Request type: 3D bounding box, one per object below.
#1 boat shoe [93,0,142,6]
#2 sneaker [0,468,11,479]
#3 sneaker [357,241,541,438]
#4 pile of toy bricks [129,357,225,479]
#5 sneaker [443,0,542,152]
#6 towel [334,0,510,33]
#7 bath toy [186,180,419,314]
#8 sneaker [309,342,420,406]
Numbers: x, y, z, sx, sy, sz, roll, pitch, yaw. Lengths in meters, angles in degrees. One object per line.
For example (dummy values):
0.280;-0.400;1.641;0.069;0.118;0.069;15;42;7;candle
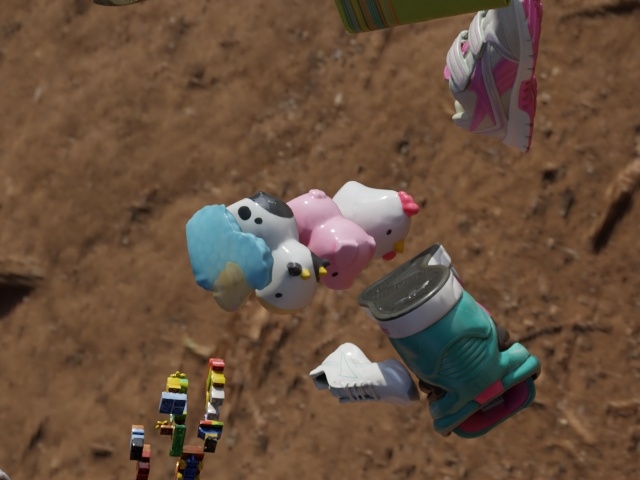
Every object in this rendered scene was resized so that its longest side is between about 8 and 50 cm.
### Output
-0.211;-0.317;1.645;0.056;0.153;0.048;18;118;41;boat shoe
-0.295;0.339;1.385;0.101;0.153;0.268;-46;-28;-35;sneaker
0.136;0.105;1.381;0.124;0.178;0.295;-34;6;5;sneaker
-0.190;0.229;1.826;0.105;0.118;0.212;-96;17;-46;pile of toy bricks
0.200;-0.213;1.607;0.103;0.111;0.252;-72;-16;-49;sneaker
0.087;-0.261;1.328;0.237;0.021;0.102;1;119;53;towel
0.000;0.000;1.678;0.129;0.348;0.151;-15;90;40;bath toy
0.047;0.152;1.429;0.152;0.061;0.053;11;126;56;sneaker
